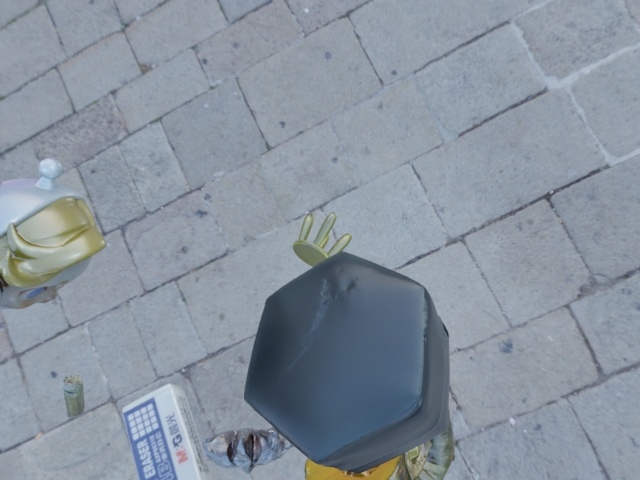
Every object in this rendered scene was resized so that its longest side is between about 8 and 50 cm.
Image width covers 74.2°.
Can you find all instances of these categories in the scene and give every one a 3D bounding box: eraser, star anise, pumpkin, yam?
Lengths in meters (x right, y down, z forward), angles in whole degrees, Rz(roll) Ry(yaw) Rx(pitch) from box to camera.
[{"bbox_3d":[-0.325,0.468,0.915,0.124,0.081,0.279,-27,63,-6],"label":"eraser"},{"bbox_3d":[-0.216,0.666,1.343,0.359,0.315,0.139,-28,61,40],"label":"star anise"},{"bbox_3d":[0.100,0.391,0.748,0.190,0.280,0.139,-13,105,44],"label":"pumpkin"},{"bbox_3d":[-0.728,0.461,1.251,0.054,0.054,0.132,16,117,11],"label":"yam"}]

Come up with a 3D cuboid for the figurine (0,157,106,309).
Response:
[{"bbox_3d":[-0.363,0.022,0.481,0.274,0.194,0.133,-19,103,36],"label":"figurine"}]

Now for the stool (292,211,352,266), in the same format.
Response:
[{"bbox_3d":[0.000,0.000,1.086,0.134,0.135,0.110,30,64,6],"label":"stool"}]

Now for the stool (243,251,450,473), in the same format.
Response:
[{"bbox_3d":[0.036,0.140,0.496,0.232,0.141,0.232,-14,53,20],"label":"stool"}]
